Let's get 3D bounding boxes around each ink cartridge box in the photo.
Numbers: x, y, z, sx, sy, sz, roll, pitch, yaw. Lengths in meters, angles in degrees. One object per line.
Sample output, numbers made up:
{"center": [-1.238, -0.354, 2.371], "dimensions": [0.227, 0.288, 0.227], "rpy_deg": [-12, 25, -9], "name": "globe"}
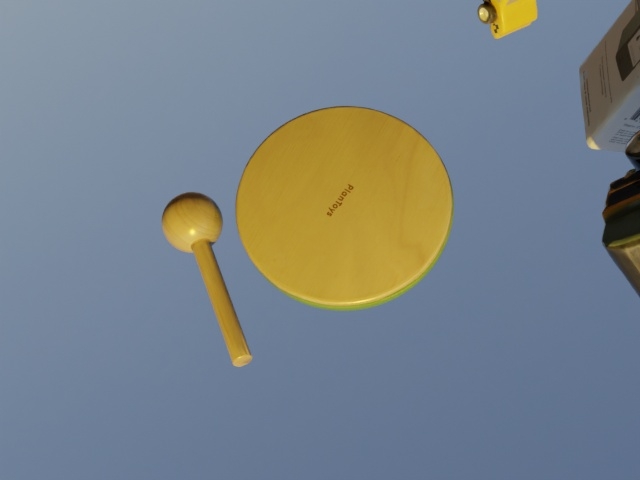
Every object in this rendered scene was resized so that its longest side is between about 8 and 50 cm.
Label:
{"center": [0.450, -0.210, 1.583], "dimensions": [0.289, 0.211, 0.121], "rpy_deg": [122, -29, -59], "name": "ink cartridge box"}

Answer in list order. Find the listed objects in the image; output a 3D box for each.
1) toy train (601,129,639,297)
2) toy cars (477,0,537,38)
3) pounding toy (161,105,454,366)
{"center": [0.397, 0.043, 1.388], "dimensions": [0.142, 0.334, 0.190], "rpy_deg": [-23, -156, 34], "name": "toy train"}
{"center": [0.331, -0.523, 2.265], "dimensions": [0.087, 0.176, 0.393], "rpy_deg": [4, -104, 58], "name": "toy cars"}
{"center": [0.000, 0.000, 1.218], "dimensions": [0.237, 0.110, 0.183], "rpy_deg": [-27, -112, -6], "name": "pounding toy"}
